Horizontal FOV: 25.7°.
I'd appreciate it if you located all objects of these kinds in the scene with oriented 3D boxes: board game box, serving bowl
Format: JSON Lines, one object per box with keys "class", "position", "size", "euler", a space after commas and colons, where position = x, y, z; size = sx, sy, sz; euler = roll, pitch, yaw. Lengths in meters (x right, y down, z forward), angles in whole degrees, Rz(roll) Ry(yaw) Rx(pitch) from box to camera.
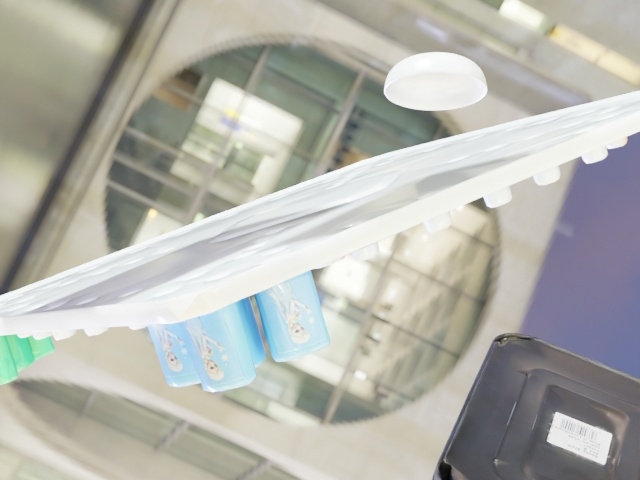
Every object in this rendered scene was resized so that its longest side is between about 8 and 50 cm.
{"class": "board game box", "position": [0.000, 0.000, 0.850], "size": [0.390, 0.050, 0.390], "euler": [-23, -173, -32]}
{"class": "serving bowl", "position": [0.093, -0.133, 1.139], "size": [0.083, 0.083, 0.027], "euler": [135, -43, -67]}

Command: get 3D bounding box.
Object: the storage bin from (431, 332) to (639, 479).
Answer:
{"class": "storage bin", "position": [0.123, 0.137, 0.746], "size": [0.180, 0.122, 0.084], "euler": [-51, 160, -60]}
